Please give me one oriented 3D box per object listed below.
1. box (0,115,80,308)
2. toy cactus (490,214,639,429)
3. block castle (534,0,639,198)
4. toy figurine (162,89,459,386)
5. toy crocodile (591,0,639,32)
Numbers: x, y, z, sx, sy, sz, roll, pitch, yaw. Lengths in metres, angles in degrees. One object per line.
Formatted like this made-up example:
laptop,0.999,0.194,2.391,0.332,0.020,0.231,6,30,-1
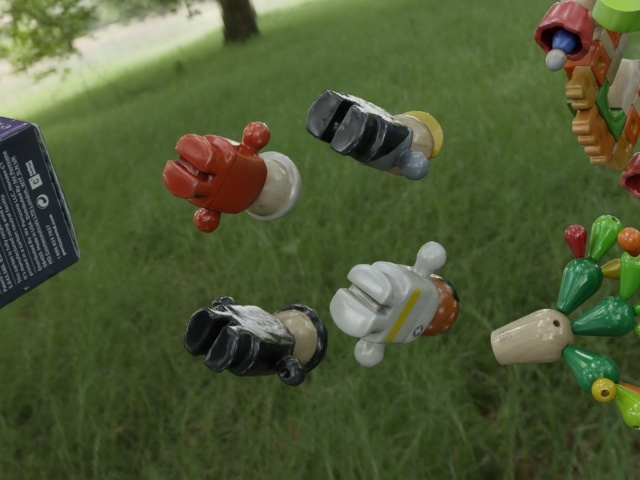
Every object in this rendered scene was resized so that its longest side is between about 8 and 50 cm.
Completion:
box,-0.292,0.002,0.674,0.153,0.108,0.207,13,36,38
toy cactus,0.242,0.077,0.941,0.180,0.219,0.112,-19,-28,24
block castle,0.547,-0.226,1.607,0.303,0.453,0.213,5,60,42
toy figurine,0.000,0.000,0.806,0.210,0.213,0.148,-17,-14,28
toy crocodile,0.278,-0.368,0.995,0.105,0.340,0.115,-13,-2,0
